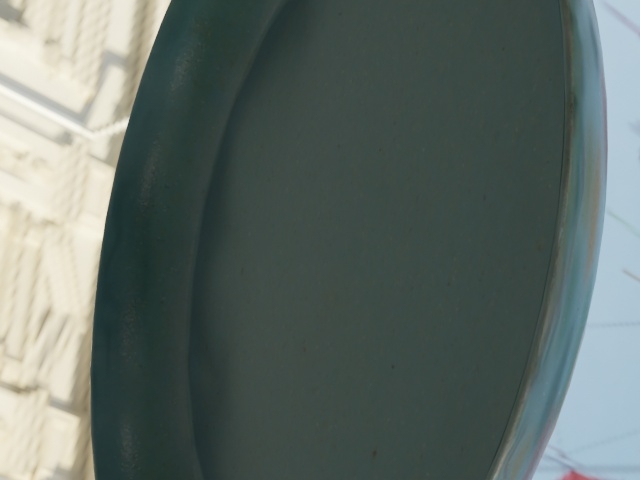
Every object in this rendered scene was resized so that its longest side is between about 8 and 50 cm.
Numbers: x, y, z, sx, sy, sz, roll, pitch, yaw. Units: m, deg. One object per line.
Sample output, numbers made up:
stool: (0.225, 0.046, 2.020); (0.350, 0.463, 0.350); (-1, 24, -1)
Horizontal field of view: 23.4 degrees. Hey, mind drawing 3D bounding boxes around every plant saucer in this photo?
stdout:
plant saucer: (0.000, 0.000, 0.531); (0.317, 0.044, 0.317); (-29, -124, 55)
